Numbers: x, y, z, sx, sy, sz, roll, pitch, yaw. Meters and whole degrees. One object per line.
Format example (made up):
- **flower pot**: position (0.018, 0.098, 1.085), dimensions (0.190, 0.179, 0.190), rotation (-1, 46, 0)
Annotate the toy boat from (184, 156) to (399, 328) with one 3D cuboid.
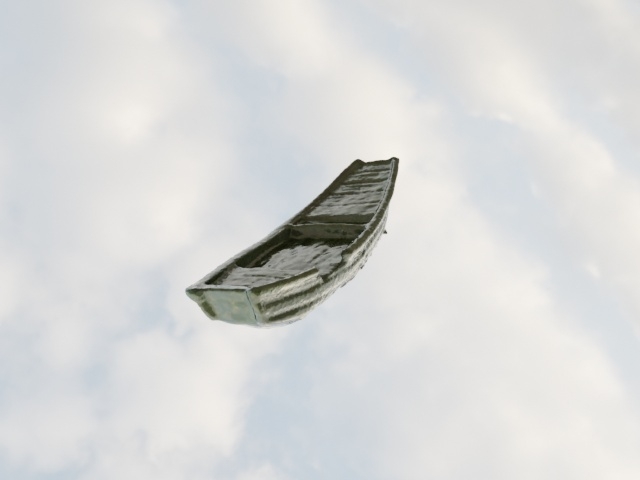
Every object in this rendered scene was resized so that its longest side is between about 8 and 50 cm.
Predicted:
- **toy boat**: position (0.000, 0.000, 0.633), dimensions (0.093, 0.055, 0.293), rotation (0, -157, 27)
